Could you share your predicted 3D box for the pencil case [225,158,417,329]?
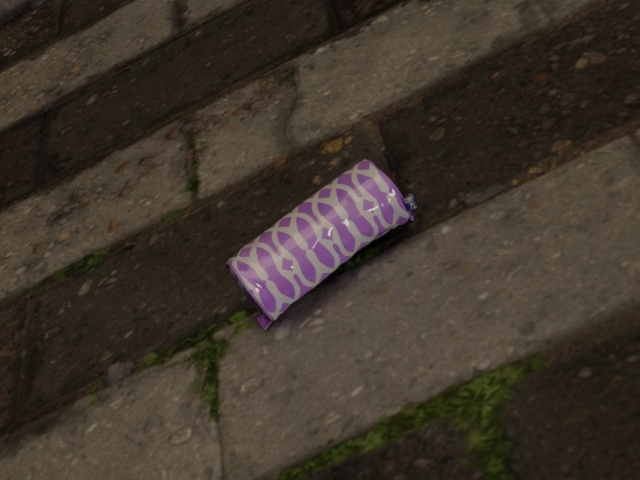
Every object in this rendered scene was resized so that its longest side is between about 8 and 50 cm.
[{"bbox_3d":[0.000,0.000,1.222,0.206,0.088,0.086,-34,42,-5],"label":"pencil case"}]
